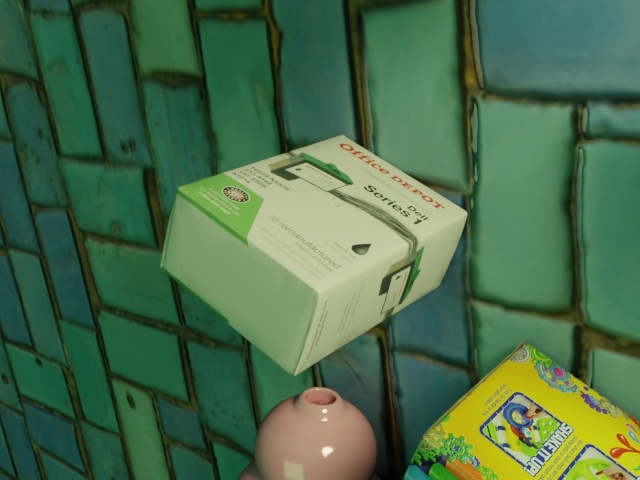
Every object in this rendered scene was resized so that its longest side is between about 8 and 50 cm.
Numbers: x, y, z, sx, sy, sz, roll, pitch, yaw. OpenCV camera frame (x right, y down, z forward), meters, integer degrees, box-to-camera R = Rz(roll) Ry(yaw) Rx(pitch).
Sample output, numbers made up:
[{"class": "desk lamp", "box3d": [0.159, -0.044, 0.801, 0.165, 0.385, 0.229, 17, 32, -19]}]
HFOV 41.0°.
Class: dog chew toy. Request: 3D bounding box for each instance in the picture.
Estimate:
[{"class": "dog chew toy", "box3d": [-0.013, 0.315, 0.932, 0.206, 0.206, 0.332, 19, 114, 36]}]

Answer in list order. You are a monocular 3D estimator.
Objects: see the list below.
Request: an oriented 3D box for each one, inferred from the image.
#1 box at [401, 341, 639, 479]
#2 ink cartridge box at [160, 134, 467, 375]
[{"class": "box", "box3d": [0.198, 0.301, 0.734, 0.279, 0.177, 0.290, 35, 130, 24]}, {"class": "ink cartridge box", "box3d": [0.000, 0.000, 0.742, 0.160, 0.219, 0.093, 35, 127, 25]}]
